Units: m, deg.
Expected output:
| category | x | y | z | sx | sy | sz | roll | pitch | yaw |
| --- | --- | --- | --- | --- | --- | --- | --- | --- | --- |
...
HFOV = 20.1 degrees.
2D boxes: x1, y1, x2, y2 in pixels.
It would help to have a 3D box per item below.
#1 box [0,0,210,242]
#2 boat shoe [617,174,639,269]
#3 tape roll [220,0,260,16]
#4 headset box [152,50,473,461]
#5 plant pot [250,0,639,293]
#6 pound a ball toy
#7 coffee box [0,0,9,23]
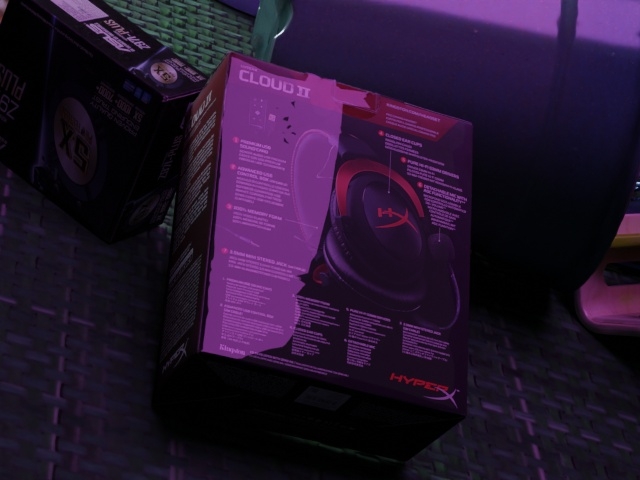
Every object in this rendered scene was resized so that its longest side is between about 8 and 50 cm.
| category | x | y | z | sx | sy | sz | roll | pitch | yaw |
| --- | --- | --- | --- | --- | --- | --- | --- | --- | --- |
| box | -0.196 | -0.112 | 1.531 | 0.180 | 0.147 | 0.077 | 37 | 30 | 19 |
| boat shoe | 0.367 | -0.030 | 1.898 | 0.258 | 0.089 | 0.109 | -4 | 39 | -42 |
| tape roll | -0.059 | -0.353 | 2.107 | 0.275 | 0.090 | 0.275 | 19 | 30 | -11 |
| headset box | 0.000 | 0.000 | 1.406 | 0.218 | 0.110 | 0.293 | 14 | 59 | -19 |
| plant pot | 0.105 | -0.149 | 1.676 | 0.334 | 0.341 | 0.341 | 12 | 30 | -9 |
| pound a ball toy | 0.391 | 0.041 | 1.715 | 0.319 | 0.136 | 0.208 | -4 | 4 | -42 |
| coffee box | -0.388 | -0.179 | 1.541 | 0.246 | 0.098 | 0.141 | -8 | 42 | -46 |
